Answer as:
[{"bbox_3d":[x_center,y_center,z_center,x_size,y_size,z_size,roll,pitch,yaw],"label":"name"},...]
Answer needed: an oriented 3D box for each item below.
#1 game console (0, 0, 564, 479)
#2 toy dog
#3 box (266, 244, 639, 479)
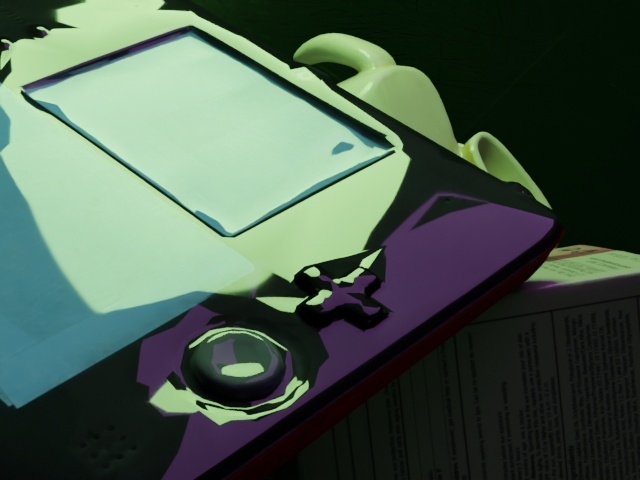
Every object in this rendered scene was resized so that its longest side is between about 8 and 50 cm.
[{"bbox_3d":[-0.115,-0.029,0.618,0.386,0.342,0.060,34,-41,28],"label":"game console"},{"bbox_3d":[0.000,0.000,1.393,0.395,0.408,0.284,53,37,0],"label":"toy dog"},{"bbox_3d":[0.084,0.094,0.685,0.232,0.148,0.127,-8,8,-13],"label":"box"}]
